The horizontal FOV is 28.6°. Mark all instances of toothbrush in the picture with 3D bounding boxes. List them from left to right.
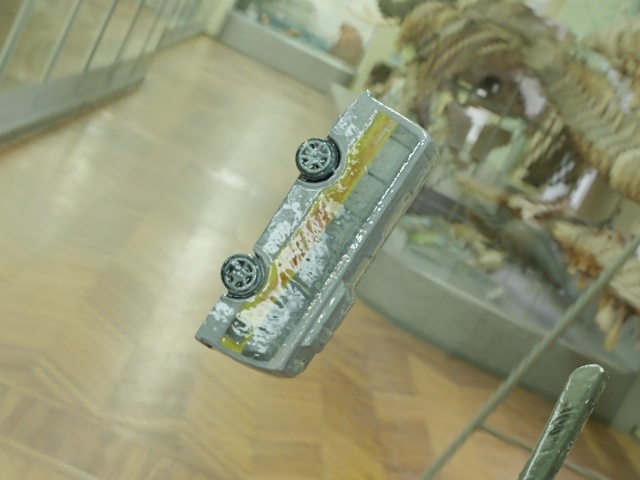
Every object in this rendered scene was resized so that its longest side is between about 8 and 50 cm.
[{"bbox_3d":[0.099,0.173,0.704,0.030,0.297,0.030,48,-38,-11],"label":"toothbrush"}]

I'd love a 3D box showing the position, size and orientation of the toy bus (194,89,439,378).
[{"bbox_3d":[0.000,0.000,0.799,0.075,0.190,0.064,31,-4,16],"label":"toy bus"}]
